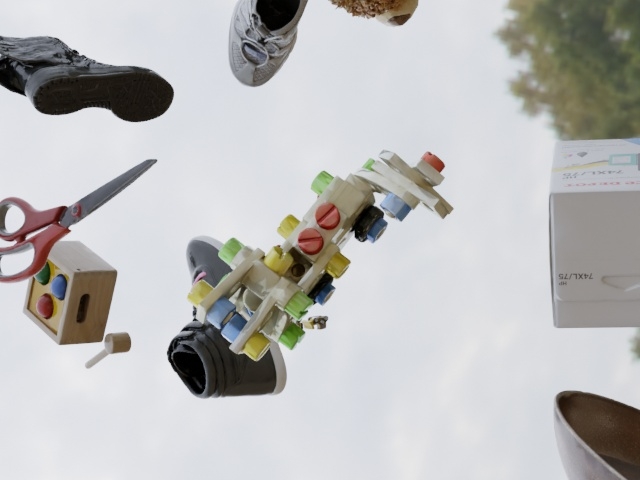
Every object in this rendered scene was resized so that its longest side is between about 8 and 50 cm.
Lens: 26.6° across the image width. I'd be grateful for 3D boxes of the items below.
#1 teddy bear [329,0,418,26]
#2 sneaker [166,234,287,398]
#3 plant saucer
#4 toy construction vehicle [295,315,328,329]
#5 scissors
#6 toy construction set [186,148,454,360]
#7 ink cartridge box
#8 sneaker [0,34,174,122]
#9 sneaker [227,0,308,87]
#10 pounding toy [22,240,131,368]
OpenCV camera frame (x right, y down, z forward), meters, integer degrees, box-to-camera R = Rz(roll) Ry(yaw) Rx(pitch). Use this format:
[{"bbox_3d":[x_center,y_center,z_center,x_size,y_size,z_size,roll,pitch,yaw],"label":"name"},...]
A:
[{"bbox_3d":[0.132,-0.402,2.056,0.338,0.245,0.113,-82,-14,-69],"label":"teddy bear"},{"bbox_3d":[-0.173,0.113,2.030,0.146,0.296,0.104,-8,-35,-34],"label":"sneaker"},{"bbox_3d":[0.292,0.206,0.950,0.310,0.310,0.050,7,-68,-61],"label":"plant saucer"},{"bbox_3d":[-0.046,0.162,2.522,0.098,0.086,0.035,-8,-87,-34],"label":"toy construction vehicle"},{"bbox_3d":[-0.293,-0.019,1.595,0.021,0.297,0.109,14,-111,-51],"label":"scissors"},{"bbox_3d":[0.000,0.000,1.575,0.327,0.151,0.215,-37,-14,-2],"label":"toy construction set"},{"bbox_3d":[0.422,-0.015,1.886,0.270,0.198,0.197,-60,-33,-68],"label":"ink cartridge box"},{"bbox_3d":[-0.214,-0.145,1.164,0.170,0.089,0.051,-3,-53,-42],"label":"sneaker"},{"bbox_3d":[-0.082,-0.321,1.968,0.281,0.105,0.115,114,178,-46],"label":"sneaker"},{"bbox_3d":[-0.388,0.122,2.145,0.094,0.206,0.181,-1,-67,-41],"label":"pounding toy"}]
